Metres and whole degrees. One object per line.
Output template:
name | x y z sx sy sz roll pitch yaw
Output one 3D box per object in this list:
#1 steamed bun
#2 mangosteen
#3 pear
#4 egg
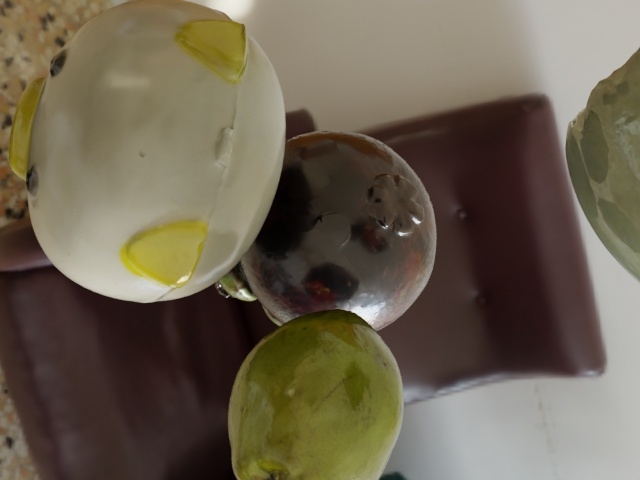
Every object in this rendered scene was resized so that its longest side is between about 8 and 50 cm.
steamed bun | -0.202 -0.110 1.161 0.334 0.334 0.374 15 83 -56
mangosteen | 0.000 0.000 1.393 0.306 0.359 0.306 14 67 -35
pear | -0.005 0.196 1.109 0.212 0.212 0.269 62 36 -29
egg | 0.407 -0.048 0.876 0.336 0.278 0.278 48 29 15
